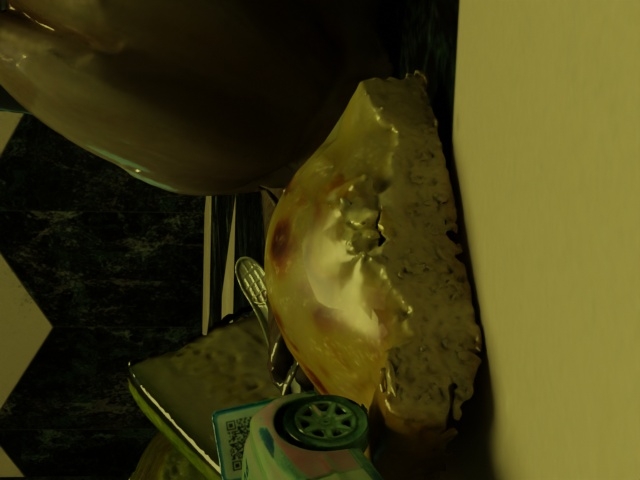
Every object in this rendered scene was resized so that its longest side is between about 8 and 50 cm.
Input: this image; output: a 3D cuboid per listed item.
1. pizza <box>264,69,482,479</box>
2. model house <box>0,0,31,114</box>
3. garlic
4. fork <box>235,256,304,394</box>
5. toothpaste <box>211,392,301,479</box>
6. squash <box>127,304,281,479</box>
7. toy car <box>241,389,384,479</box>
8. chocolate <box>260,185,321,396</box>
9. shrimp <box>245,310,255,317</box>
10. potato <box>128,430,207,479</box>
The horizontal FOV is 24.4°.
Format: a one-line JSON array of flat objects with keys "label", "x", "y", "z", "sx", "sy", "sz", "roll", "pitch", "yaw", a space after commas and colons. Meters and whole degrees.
[{"label": "pizza", "x": 0.014, "y": 0.042, "z": 0.690, "sx": 0.204, "sy": 0.081, "sz": 0.188, "roll": 98, "pitch": 169, "yaw": -58}, {"label": "model house", "x": -0.204, "y": -0.237, "z": 1.164, "sx": 0.297, "sy": 0.339, "sz": 0.360, "roll": 63, "pitch": -155, "yaw": -73}, {"label": "garlic", "x": -0.074, "y": -0.152, "z": 0.825, "sx": 0.237, "sy": 0.292, "sz": 0.210, "roll": -50, "pitch": 14, "yaw": -4}, {"label": "fork", "x": -0.014, "y": 0.091, "z": 0.875, "sx": 0.034, "sy": 0.028, "sz": 0.219, "roll": -43, "pitch": 50, "yaw": 26}, {"label": "toothpaste", "x": -0.002, "y": 0.209, "z": 0.711, "sx": 0.065, "sy": 0.050, "sz": 0.266, "roll": 65, "pitch": -167, "yaw": -69}, {"label": "squash", "x": 0.011, "y": 0.146, "z": 0.949, "sx": 0.252, "sy": 0.169, "sz": 0.093, "roll": 38, "pitch": 140, "yaw": 37}, {"label": "toy car", "x": 0.014, "y": 0.145, "z": 0.529, "sx": 0.224, "sy": 0.076, "sz": 0.090, "roll": -132, "pitch": 36, "yaw": -50}, {"label": "chocolate", "x": -0.006, "y": 0.003, "z": 0.917, "sx": 0.329, "sy": 0.065, "sz": 0.102, "roll": -100, "pitch": 12, "yaw": -64}, {"label": "shrimp", "x": -0.026, "y": 0.099, "z": 1.161, "sx": 0.082, "sy": 0.076, "sz": 0.174, "roll": -48, "pitch": -17, "yaw": -23}, {"label": "potato", "x": -0.068, "y": 0.223, "z": 1.130, "sx": 0.298, "sy": 0.141, "sz": 0.176, "roll": -137, "pitch": 32, "yaw": -69}]
